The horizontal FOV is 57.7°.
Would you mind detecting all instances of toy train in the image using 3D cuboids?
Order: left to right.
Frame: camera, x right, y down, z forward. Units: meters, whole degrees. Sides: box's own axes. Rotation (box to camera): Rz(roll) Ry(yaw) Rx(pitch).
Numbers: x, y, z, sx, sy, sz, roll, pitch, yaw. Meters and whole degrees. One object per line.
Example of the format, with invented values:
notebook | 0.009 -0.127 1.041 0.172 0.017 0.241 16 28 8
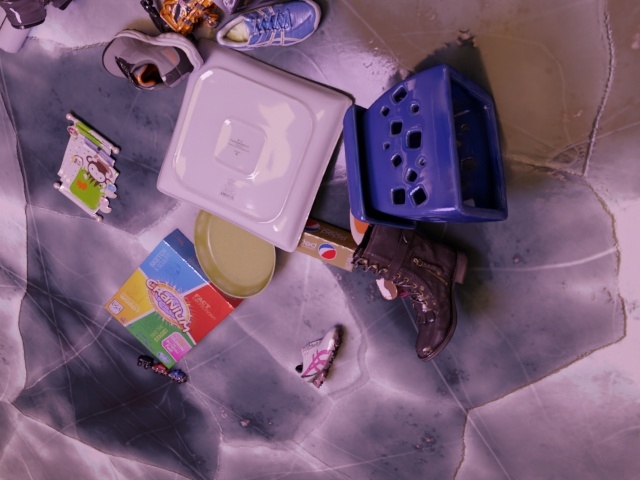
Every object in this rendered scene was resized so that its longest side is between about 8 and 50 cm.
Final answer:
toy train | -0.442 0.359 1.624 0.158 0.027 0.036 21 110 11

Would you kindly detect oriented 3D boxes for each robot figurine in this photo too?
robot figurine | -0.302 -0.519 1.102 0.211 0.085 0.291 -37 98 32

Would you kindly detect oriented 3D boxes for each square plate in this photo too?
square plate | -0.154 -0.190 1.186 0.347 0.049 0.343 25 107 10

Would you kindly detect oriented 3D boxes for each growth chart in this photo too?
growth chart | -0.565 -0.169 1.414 0.172 0.021 0.237 32 122 3

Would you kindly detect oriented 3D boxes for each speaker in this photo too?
speaker | -0.665 -0.479 1.279 0.055 0.055 0.136 47 122 -5

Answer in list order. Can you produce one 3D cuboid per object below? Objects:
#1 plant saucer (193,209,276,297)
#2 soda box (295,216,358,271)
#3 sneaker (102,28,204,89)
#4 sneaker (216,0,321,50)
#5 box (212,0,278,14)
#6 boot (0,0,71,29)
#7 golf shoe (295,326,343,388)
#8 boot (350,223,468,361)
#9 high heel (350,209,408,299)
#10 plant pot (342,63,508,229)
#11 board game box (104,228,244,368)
plant saucer | -0.189 0.012 1.321 0.241 0.037 0.240 11 110 31
soda box | 0.000 0.000 1.254 0.181 0.061 0.058 21 126 10
sneaker | -0.359 -0.353 1.159 0.272 0.108 0.100 12 148 37
sneaker | -0.098 -0.396 1.087 0.211 0.081 0.080 -10 109 23
box | -0.155 -0.476 0.982 0.183 0.231 0.056 41 125 -1
boot | -0.529 -0.590 1.124 0.118 0.338 0.222 42 171 30
golf shoe | -0.007 0.274 1.390 0.086 0.067 0.186 28 122 8
boot | 0.158 0.078 1.124 0.229 0.262 0.091 25 159 -19
high heel | 0.138 0.002 1.221 0.082 0.117 0.244 -27 82 31
plant pot | 0.173 -0.136 0.995 0.212 0.236 0.235 -10 82 34
board game box | -0.375 0.155 1.474 0.242 0.064 0.316 45 122 -4
